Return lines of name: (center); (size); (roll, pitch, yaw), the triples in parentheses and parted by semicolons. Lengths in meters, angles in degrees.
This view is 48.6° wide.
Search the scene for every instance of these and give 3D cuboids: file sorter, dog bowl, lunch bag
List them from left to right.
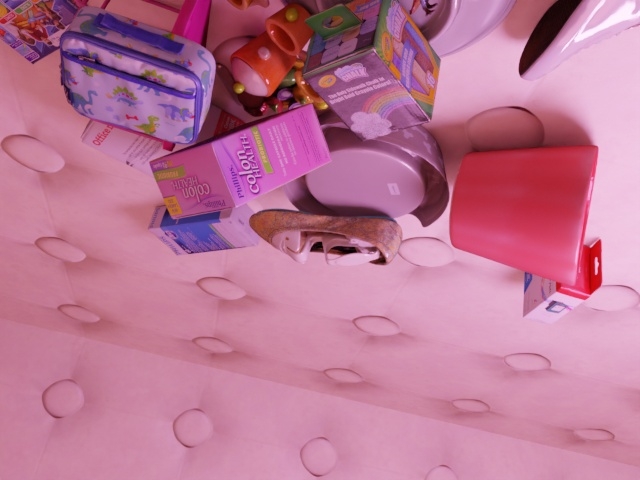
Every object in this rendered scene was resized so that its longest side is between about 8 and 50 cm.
lunch bag: (-0.272, -0.242, 1.054); (0.219, 0.090, 0.176); (19, 146, -5)
file sorter: (-0.299, -0.334, 1.192); (0.182, 0.202, 0.290); (17, 149, -6)
dog bowl: (0.097, -0.140, 1.477); (0.349, 0.102, 0.348); (8, 150, 5)

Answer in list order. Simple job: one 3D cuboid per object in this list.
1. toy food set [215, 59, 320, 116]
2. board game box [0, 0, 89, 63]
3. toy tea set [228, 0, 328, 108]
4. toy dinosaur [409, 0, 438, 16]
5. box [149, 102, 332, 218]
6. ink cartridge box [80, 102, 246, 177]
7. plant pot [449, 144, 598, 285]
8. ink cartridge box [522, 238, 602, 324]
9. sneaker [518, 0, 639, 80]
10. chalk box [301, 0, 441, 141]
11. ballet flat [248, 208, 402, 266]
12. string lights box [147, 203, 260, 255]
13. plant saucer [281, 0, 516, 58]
toy food set: (-0.094, -0.274, 1.349); (0.218, 0.071, 0.128); (2, 148, 16)
board game box: (-0.522, -0.411, 1.303); (0.201, 0.035, 0.136); (-12, 142, 35)
toy tea set: (-0.102, -0.331, 1.135); (0.200, 0.124, 0.336); (32, 163, 37)
toy dinosaur: (0.136, -0.352, 0.978); (0.090, 0.047, 0.082); (-3, 130, 42)
box: (-0.146, -0.145, 1.303); (0.214, 0.243, 0.117); (-5, 110, 49)
ink cartridge box: (-0.325, -0.224, 1.468); (0.273, 0.114, 0.197); (27, 147, -25)
plant pot: (0.391, -0.061, 1.377); (0.243, 0.274, 0.275); (9, 150, 21)
ink cartridge box: (0.567, 0.091, 1.670); (0.078, 0.134, 0.231); (16, 149, -6)
sneaker: (0.415, -0.324, 1.055); (0.123, 0.105, 0.290); (22, 147, -13)
chalk box: (0.066, -0.271, 1.047); (0.132, 0.132, 0.213); (-11, 142, 36)
ballet flat: (0.000, 0.000, 1.533); (0.349, 0.123, 0.123); (4, 149, 14)
string lights box: (-0.293, -0.036, 1.809); (0.260, 0.076, 0.133); (-6, 145, 27)
plant saucer: (0.103, -0.390, 1.061); (0.401, 0.100, 0.400); (9, 149, 5)
